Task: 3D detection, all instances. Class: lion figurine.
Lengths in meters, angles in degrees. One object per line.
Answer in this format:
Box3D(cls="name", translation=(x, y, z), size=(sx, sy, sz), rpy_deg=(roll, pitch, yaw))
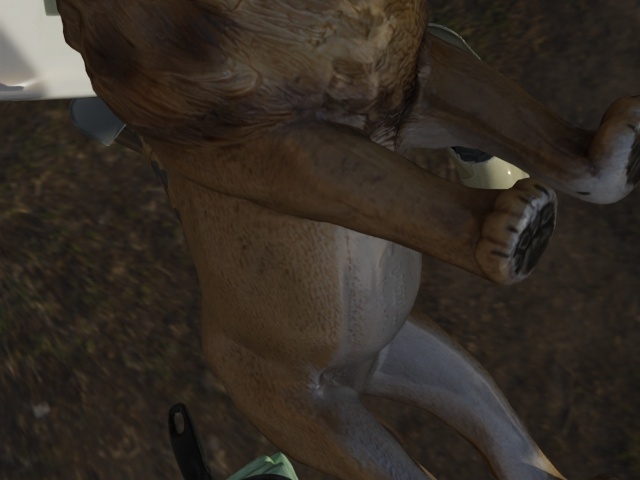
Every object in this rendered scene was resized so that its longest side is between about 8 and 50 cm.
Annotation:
Box3D(cls="lion figurine", translation=(0.000, 0.000, 0.602), size=(0.142, 0.240, 0.392), rpy_deg=(-39, 142, -38))

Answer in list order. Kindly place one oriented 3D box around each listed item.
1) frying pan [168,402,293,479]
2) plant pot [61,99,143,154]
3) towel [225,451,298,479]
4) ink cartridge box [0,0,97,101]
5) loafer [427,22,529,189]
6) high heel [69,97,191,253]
Box3D(cls="frying pan", translation=(-0.105, 0.278, 1.362), size=(0.053, 0.326, 0.197), rpy_deg=(42, 80, -30))
Box3D(cls="plant pot", translation=(-0.150, -0.209, 1.563), size=(0.263, 0.263, 0.229), rpy_deg=(27, 78, -14))
Box3D(cls="towel", translation=(-0.119, 0.391, 1.521), size=(0.325, 0.038, 0.248), rpy_deg=(-30, 91, -4))
Box3D(cls="ink cartridge box", translation=(-0.158, -0.115, 0.778), size=(0.203, 0.148, 0.086), rpy_deg=(-9, 102, -48))
Box3D(cls="loafer", translation=(0.165, -0.160, 1.784), size=(0.102, 0.092, 0.268), rpy_deg=(-27, 61, -1))
Box3D(cls="high heel", translation=(-0.071, -0.064, 1.089), size=(0.093, 0.186, 0.261), rpy_deg=(-39, 116, 17))
